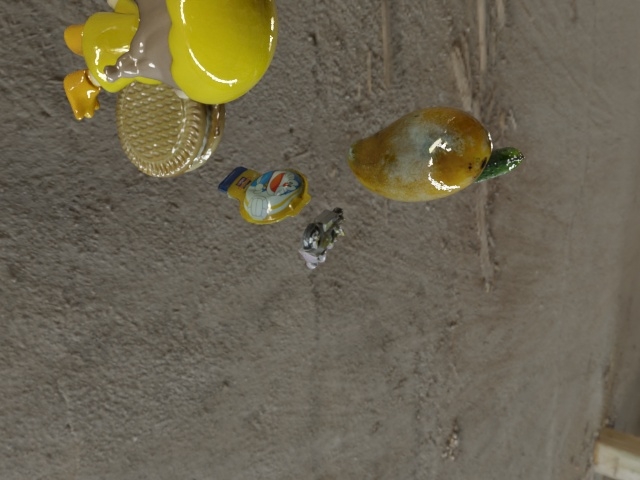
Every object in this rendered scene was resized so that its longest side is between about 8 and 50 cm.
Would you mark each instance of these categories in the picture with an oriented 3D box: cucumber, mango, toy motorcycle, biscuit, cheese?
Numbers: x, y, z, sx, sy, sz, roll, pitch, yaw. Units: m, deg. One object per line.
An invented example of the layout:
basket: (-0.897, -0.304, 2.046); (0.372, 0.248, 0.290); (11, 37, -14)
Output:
cucumber: (0.392, -0.175, 1.326); (0.069, 0.227, 0.069); (2, 85, -24)
mango: (0.193, -0.176, 1.179); (0.146, 0.316, 0.192); (24, 68, -57)
toy motorcycle: (0.000, 0.000, 1.521); (0.225, 0.073, 0.152); (-35, 143, -59)
biscuit: (-0.302, -0.250, 1.138); (0.079, 0.259, 0.259); (-13, 109, -58)
cheese: (-0.134, -0.113, 1.330); (0.177, 0.270, 0.069); (-50, 138, -21)

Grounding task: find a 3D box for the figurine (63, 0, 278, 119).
figurine: (-0.219, -0.280, 0.797); (0.187, 0.344, 0.215); (-18, 97, -64)
